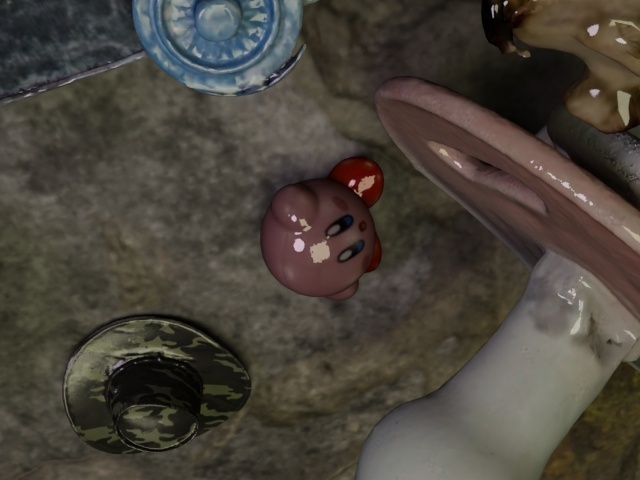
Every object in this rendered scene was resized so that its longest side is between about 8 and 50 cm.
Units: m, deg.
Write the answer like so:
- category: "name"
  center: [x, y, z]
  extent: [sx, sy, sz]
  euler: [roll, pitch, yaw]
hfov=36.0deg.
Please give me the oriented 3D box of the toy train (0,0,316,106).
- category: "toy train"
  center: [-0.139, -0.141, 0.406]
  extent: [0.300, 0.131, 0.202]
  euler: [-17, 125, 6]

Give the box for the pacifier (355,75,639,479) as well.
- category: "pacifier"
  center: [0.139, 0.043, 0.517]
  extent: [0.273, 0.220, 0.332]
  euler: [-31, 124, 30]

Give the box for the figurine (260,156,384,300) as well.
- category: "figurine"
  center: [0.000, 0.000, 0.568]
  extent: [0.067, 0.071, 0.083]
  euler: [5, 122, 37]

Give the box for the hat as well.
- category: "hat"
  center: [-0.102, 0.104, 0.624]
  extent: [0.121, 0.050, 0.121]
  euler: [-6, 122, -10]

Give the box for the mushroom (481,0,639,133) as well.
- category: "mushroom"
  center: [0.219, -0.180, 0.335]
  extent: [0.345, 0.260, 0.345]
  euler: [-4, 97, -33]
